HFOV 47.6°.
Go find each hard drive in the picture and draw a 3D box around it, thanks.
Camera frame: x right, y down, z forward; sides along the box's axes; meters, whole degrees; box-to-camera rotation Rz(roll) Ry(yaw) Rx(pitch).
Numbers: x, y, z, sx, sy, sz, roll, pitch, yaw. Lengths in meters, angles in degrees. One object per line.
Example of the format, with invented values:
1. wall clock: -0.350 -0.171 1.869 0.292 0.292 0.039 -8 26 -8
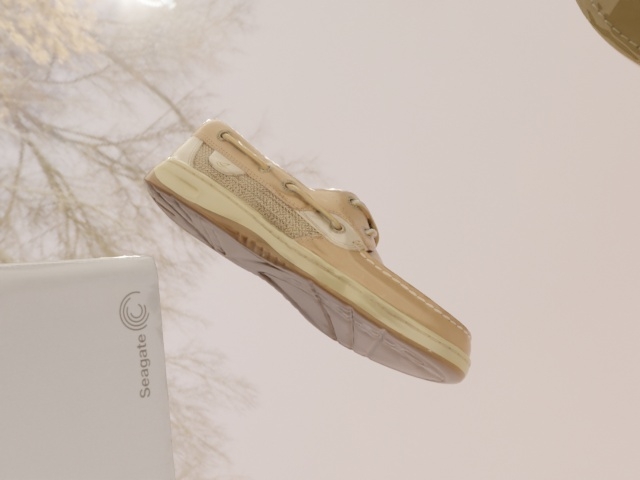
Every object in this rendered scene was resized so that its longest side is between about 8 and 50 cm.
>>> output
1. hard drive: -0.252 0.134 0.432 0.047 0.353 0.233 -7 -93 45

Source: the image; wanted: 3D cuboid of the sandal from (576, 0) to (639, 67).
1. sandal: 0.218 -0.085 0.308 0.240 0.079 0.088 38 -76 42

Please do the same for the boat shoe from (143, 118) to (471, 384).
1. boat shoe: 0.000 0.000 0.651 0.341 0.122 0.110 34 -110 13
